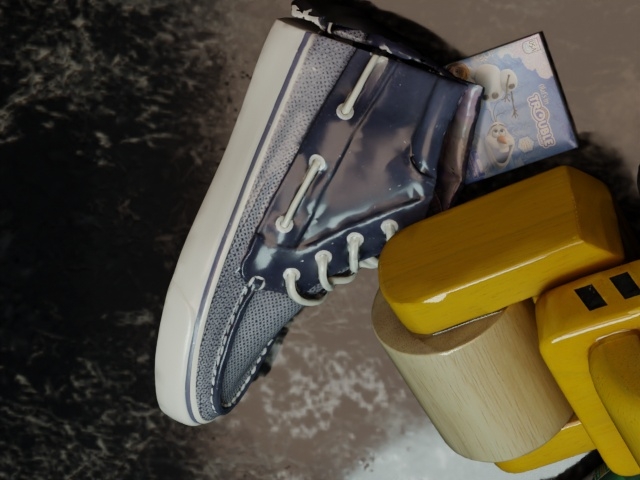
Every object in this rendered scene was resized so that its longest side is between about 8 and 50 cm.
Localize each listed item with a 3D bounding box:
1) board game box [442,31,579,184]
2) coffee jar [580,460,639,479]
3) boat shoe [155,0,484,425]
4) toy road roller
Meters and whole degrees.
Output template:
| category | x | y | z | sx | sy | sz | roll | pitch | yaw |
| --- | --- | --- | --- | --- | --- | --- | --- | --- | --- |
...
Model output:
| category | x | y | z | sx | sy | sz | roll | pitch | yaw |
| --- | --- | --- | --- | --- | --- | --- | --- | --- | --- |
| board game box | 0.136 | -0.098 | 1.454 | 0.090 | 0.020 | 0.090 | -19 | 94 | 13 |
| coffee jar | 0.219 | 0.213 | 1.456 | 0.184 | 0.079 | 0.096 | -39 | 90 | 15 |
| boat shoe | 0.000 | 0.000 | 1.436 | 0.158 | 0.127 | 0.341 | 23 | 102 | 18 |
| toy road roller | 0.210 | 0.086 | 1.325 | 0.329 | 0.241 | 0.202 | -19 | 130 | 17 |
